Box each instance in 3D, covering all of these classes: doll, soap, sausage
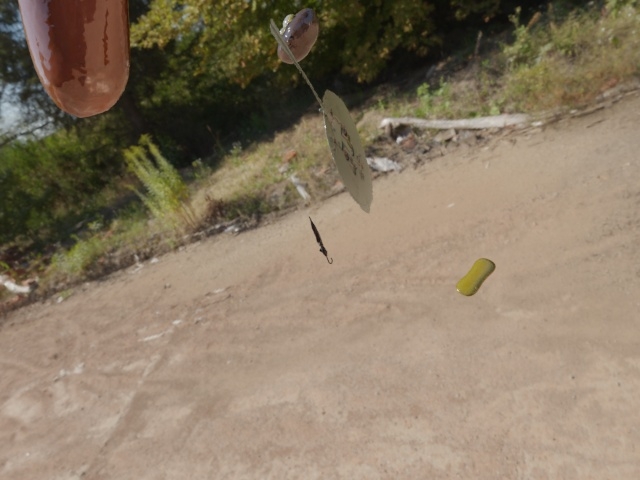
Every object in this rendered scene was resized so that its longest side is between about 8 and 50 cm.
[{"bbox_3d":[-0.061,-0.529,1.293,0.145,0.096,0.188,-52,11,9],"label":"doll"},{"bbox_3d":[0.249,0.058,0.795,0.034,0.012,0.089,31,56,31],"label":"soap"},{"bbox_3d":[-0.171,-0.182,0.341,0.077,0.193,0.077,2,20,-1],"label":"sausage"}]

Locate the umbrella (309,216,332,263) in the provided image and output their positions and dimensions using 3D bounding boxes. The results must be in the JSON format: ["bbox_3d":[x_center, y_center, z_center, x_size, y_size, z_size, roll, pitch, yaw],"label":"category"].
[{"bbox_3d":[-0.001,0.001,1.119,0.013,0.122,0.022,-16,18,39],"label":"umbrella"}]

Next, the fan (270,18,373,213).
[{"bbox_3d":[0.014,-0.213,0.872,0.012,0.414,0.232,-17,51,20],"label":"fan"}]
